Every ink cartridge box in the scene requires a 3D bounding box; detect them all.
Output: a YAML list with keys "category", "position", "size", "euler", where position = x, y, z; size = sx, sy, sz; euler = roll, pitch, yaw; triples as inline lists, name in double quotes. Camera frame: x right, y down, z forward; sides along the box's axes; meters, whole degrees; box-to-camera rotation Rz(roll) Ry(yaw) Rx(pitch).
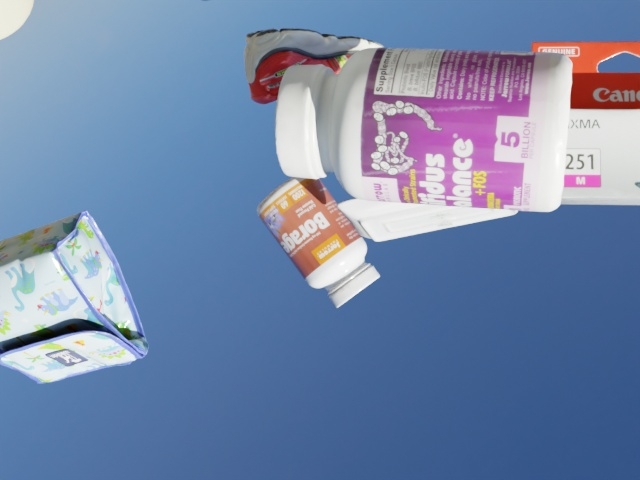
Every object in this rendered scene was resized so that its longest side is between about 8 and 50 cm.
- category: "ink cartridge box"
  position: [0.431, -0.169, 1.202]
  size: [0.274, 0.239, 0.060]
  euler: [1, 173, 5]

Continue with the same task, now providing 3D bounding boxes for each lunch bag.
- category: "lunch bag"
  position: [-0.254, 0.067, 0.839]
  size: [0.128, 0.151, 0.096]
  euler: [-16, -153, 19]

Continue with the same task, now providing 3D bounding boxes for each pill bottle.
- category: "pill bottle"
  position: [0.111, -0.122, 0.941]
  size: [0.301, 0.169, 0.169]
  euler: [4, -141, 14]
- category: "pill bottle"
  position: [0.000, 0.000, 1.457]
  size: [0.121, 0.216, 0.121]
  euler: [-37, 175, -3]

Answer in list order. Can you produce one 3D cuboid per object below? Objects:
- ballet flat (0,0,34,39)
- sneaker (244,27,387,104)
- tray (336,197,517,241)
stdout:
- category: "ballet flat"
  position: [-0.211, -0.169, 0.325]
  size: [0.086, 0.248, 0.086]
  euler: [-38, -151, 25]
- category: "sneaker"
  position: [0.000, -0.221, 1.198]
  size: [0.279, 0.119, 0.107]
  euler: [-5, -169, -44]
- category: "tray"
  position: [0.171, -0.045, 1.265]
  size: [0.270, 0.145, 0.030]
  euler: [-11, -110, 14]
